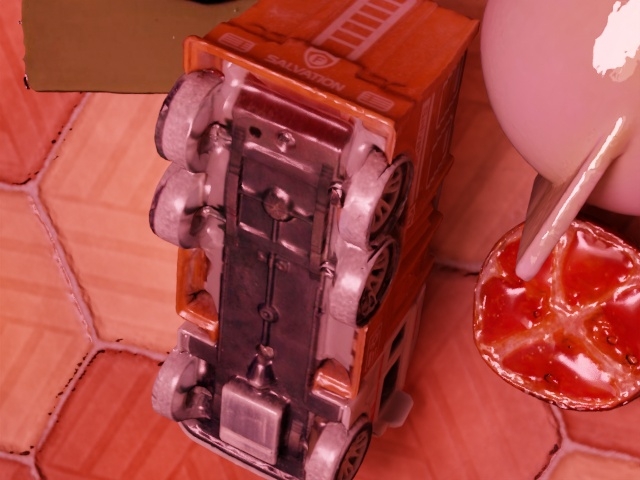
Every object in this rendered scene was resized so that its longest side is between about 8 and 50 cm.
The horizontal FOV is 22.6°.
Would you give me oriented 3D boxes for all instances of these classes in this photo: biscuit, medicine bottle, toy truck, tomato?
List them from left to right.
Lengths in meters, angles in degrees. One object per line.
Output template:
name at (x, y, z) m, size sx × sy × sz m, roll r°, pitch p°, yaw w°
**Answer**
biscuit at (-0.107, -0.170, 1.319) m, size 0.323 × 0.038 × 0.099 m, roll 1°, pitch 104°, yaw 23°
toy truck at (0.000, 0.000, 1.177) m, size 0.173 × 0.207 × 0.387 m, roll 24°, pitch 135°, yaw 18°
tomato at (0.194, 0.047, 1.208) m, size 0.156 × 0.069 × 0.155 m, roll 7°, pitch 107°, yaw 23°
medicine bottle at (0.245, -0.168, 1.051) m, size 0.236 × 0.236 × 0.406 m, roll 36°, pitch 112°, yaw 14°
